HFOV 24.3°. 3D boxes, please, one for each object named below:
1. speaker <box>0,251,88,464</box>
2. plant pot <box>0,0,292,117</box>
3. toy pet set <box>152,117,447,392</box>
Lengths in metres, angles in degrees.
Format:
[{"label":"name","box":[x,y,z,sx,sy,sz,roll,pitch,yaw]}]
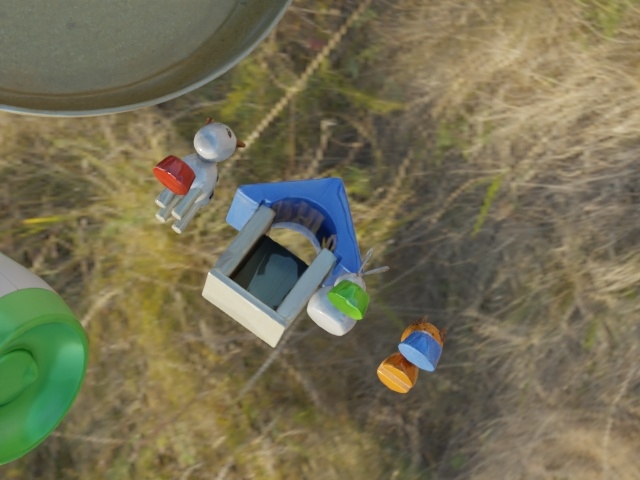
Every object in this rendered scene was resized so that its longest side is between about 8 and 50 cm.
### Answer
[{"label":"speaker","box":[-0.291,0.027,0.971,0.296,0.131,0.131,30,105,28]},{"label":"plant pot","box":[-0.119,-0.153,0.629,0.236,0.236,0.032,58,154,10]},{"label":"toy pet set","box":[0.000,0.000,0.575,0.122,0.114,0.065,36,71,2]}]
